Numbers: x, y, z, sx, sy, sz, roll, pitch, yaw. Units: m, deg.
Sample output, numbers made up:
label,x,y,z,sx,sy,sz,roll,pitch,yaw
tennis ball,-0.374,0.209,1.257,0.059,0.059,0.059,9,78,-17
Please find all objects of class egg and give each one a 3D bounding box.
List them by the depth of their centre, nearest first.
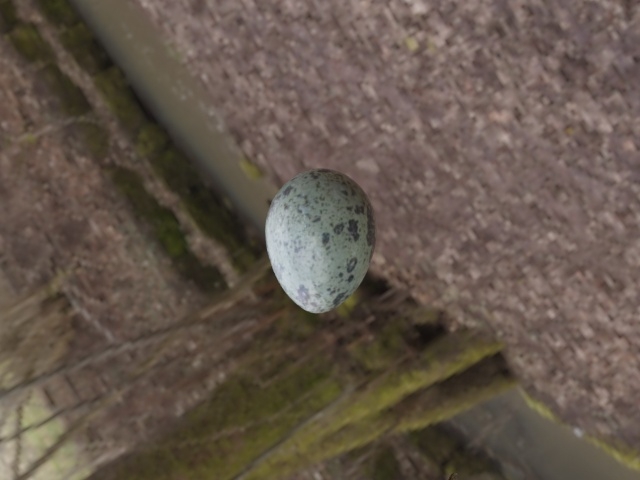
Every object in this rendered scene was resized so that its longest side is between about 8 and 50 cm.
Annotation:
label,x,y,z,sx,sy,sz,roll,pitch,yaw
egg,0.000,0.000,1.546,0.132,0.132,0.172,163,111,-73

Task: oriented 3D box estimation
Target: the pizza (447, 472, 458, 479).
label,x,y,z,sx,sy,sz,roll,pitch,yaw
pizza,0.166,0.489,1.943,0.081,0.290,0.229,27,170,6
